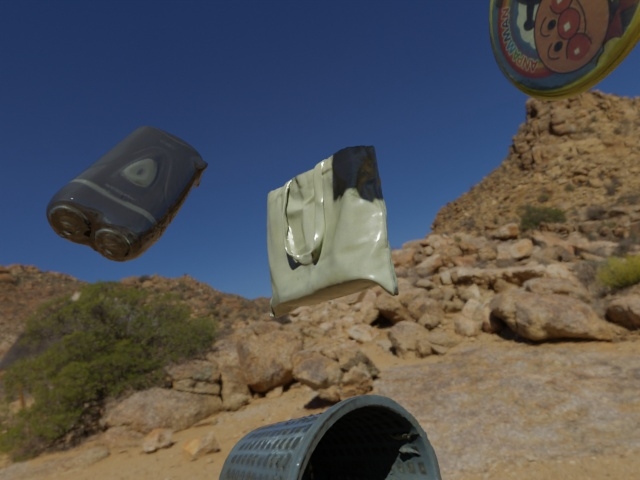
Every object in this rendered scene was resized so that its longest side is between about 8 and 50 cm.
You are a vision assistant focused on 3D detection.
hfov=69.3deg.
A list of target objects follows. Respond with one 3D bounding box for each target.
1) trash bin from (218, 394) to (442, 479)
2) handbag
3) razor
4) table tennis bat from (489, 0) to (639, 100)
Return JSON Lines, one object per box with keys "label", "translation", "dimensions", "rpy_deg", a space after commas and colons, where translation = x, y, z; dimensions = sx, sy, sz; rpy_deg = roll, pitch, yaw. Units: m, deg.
{"label": "trash bin", "translation": [-0.003, 0.230, 0.411], "dimensions": [0.175, 0.176, 0.161], "rpy_deg": [-3, -14, -40]}
{"label": "handbag", "translation": [0.002, -0.005, 0.825], "dimensions": [0.109, 0.253, 0.315], "rpy_deg": [4, -16, -38]}
{"label": "razor", "translation": [-0.394, -0.109, 0.991], "dimensions": [0.204, 0.349, 0.113], "rpy_deg": [29, -49, -7]}
{"label": "table tennis bat", "translation": [0.284, -0.302, 0.457], "dimensions": [0.054, 0.224, 0.369], "rpy_deg": [-9, -22, -18]}
